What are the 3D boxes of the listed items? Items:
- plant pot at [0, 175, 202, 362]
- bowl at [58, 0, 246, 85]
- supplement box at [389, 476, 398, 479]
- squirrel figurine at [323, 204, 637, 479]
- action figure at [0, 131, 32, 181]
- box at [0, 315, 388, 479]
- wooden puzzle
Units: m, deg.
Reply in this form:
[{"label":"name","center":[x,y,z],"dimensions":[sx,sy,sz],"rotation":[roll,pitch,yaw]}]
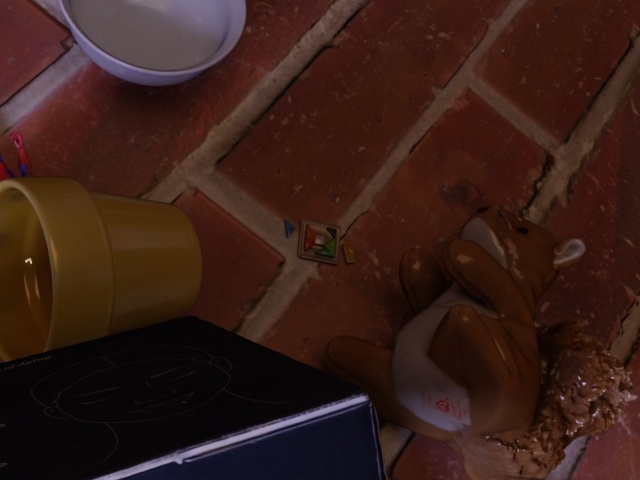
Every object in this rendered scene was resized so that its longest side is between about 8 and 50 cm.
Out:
[{"label":"plant pot","center":[-0.299,0.039,1.301],"dimensions":[0.239,0.254,0.254],"rotation":[-5,66,-39]},{"label":"bowl","center":[-0.275,-0.354,1.553],"dimensions":[0.297,0.134,0.298],"rotation":[8,63,-16]},{"label":"supplement box","center":[0.095,0.394,1.364],"dimensions":[0.083,0.056,0.083],"rotation":[-35,80,-30]},{"label":"squirrel figurine","center":[0.278,0.147,1.473],"dimensions":[0.397,0.281,0.370],"rotation":[48,48,-9]},{"label":"action figure","center":[-0.477,-0.132,1.373],"dimensions":[0.091,0.139,0.280],"rotation":[-35,83,-29]},{"label":"box","center":[-0.243,0.292,0.958],"dimensions":[0.479,0.471,0.297],"rotation":[-13,101,-25]},{"label":"wooden puzzle","center":[0.000,0.000,1.549],"dimensions":[0.116,0.014,0.079],"rotation":[6,63,-17]}]
